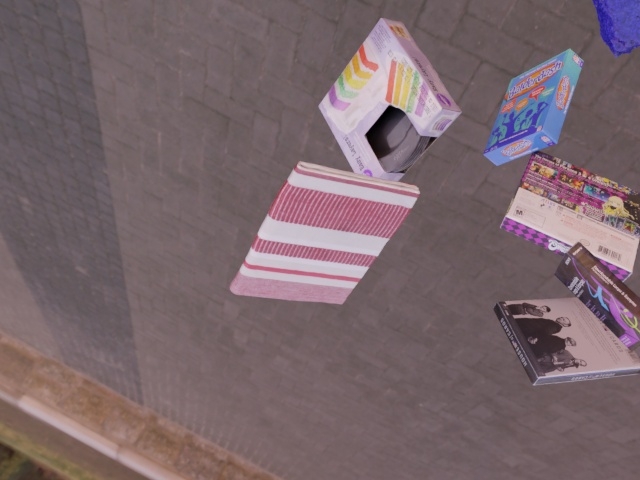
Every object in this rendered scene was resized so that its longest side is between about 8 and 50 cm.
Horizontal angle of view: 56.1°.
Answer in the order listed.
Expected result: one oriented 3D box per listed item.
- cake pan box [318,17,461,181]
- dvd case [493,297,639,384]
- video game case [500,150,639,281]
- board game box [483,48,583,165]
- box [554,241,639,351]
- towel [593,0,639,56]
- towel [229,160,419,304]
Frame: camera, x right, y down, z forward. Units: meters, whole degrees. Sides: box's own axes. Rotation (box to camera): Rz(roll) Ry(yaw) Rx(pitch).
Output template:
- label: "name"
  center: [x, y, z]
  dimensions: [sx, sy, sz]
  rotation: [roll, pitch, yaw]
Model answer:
- label: "cake pan box"
  center: [0.129, -0.259, 1.200]
  dimensions: [0.070, 0.267, 0.246]
  rotation: [-2, 147, -39]
- label: "dvd case"
  center: [0.477, 0.187, 1.163]
  dimensions: [0.238, 0.179, 0.030]
  rotation: [0, 135, -17]
- label: "video game case"
  center: [0.473, -0.053, 1.114]
  dimensions: [0.232, 0.210, 0.042]
  rotation: [25, 143, 11]
- label: "board game box"
  center: [0.429, -0.267, 1.216]
  dimensions: [0.047, 0.210, 0.160]
  rotation: [33, 157, -19]
- label: "box"
  center: [0.416, 0.084, 0.877]
  dimensions: [0.162, 0.029, 0.116]
  rotation: [52, 177, 23]
- label: "towel"
  center: [0.183, -0.291, 0.335]
  dimensions: [0.076, 0.227, 0.308]
  rotation: [12, 135, 55]
- label: "towel"
  center: [0.000, 0.000, 1.061]
  dimensions: [0.237, 0.037, 0.329]
  rotation: [8, 137, -25]
